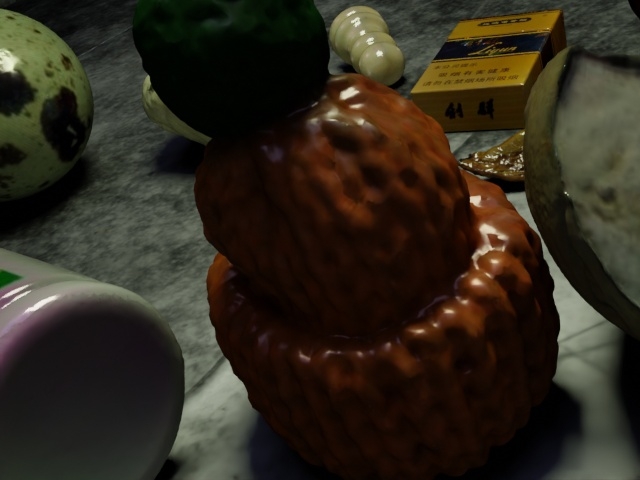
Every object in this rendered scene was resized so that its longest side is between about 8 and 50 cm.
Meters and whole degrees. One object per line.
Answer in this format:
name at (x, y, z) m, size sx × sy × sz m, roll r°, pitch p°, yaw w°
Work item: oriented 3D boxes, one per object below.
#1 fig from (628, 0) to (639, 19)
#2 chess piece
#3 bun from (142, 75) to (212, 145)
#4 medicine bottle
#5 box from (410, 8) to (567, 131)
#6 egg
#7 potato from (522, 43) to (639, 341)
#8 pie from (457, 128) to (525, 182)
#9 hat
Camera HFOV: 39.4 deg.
fig at (0.516, -0.348, 1.129) m, size 0.249 × 0.204 × 0.186 m, roll 25°, pitch 49°, yaw 36°
chess piece at (0.080, -0.294, 1.375) m, size 0.094 × 0.094 × 0.170 m, roll -21°, pitch 34°, yaw -5°
bun at (-0.115, -0.220, 1.293) m, size 0.259 × 0.160 × 0.259 m, roll -24°, pitch 16°, yaw 7°
medicine bottle at (-0.297, 0.111, 0.791) m, size 0.325 × 0.212 × 0.212 m, roll 13°, pitch 43°, yaw 41°
box at (0.234, -0.232, 1.214) m, size 0.152 × 0.070 × 0.237 m, roll 1°, pitch 38°, yaw 29°
egg at (-0.504, -0.199, 1.332) m, size 0.379 × 0.287 × 0.287 m, roll 0°, pitch 35°, yaw 39°
potato at (0.230, 0.002, 0.679) m, size 0.189 × 0.211 × 0.264 m, roll 8°, pitch -10°, yaw 3°
pie at (0.252, -0.101, 1.025) m, size 0.191 × 0.033 × 0.088 m, roll -28°, pitch 47°, yaw -19°
hat at (0.031, -0.035, 0.678) m, size 0.285 × 0.400 × 0.285 m, roll -10°, pitch 29°, yaw 6°
